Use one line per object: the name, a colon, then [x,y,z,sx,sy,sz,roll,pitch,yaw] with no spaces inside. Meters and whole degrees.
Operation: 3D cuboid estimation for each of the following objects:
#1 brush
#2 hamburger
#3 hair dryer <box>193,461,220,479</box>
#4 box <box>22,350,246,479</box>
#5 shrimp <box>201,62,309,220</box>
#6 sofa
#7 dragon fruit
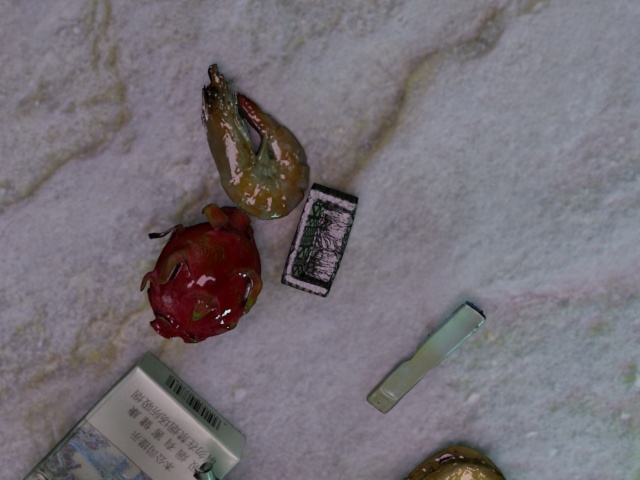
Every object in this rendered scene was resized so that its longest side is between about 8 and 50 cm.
brush: [0.121,0.133,1.751,0.033,0.030,0.178,39,114,-12]
hamburger: [0.160,0.317,1.763,0.138,0.083,0.147,-38,99,8]
hair dryer: [-0.064,0.350,1.775,0.218,0.088,0.225,8,126,-16]
box: [-0.234,0.278,1.792,0.164,0.069,0.256,43,103,-6]
shrimp: [-0.081,-0.112,1.704,0.101,0.042,0.190,-28,100,-10]
sofa: [0.000,0.000,1.721,0.060,0.039,0.118,18,104,0]
dragon fruit: [-0.124,0.038,1.693,0.136,0.133,0.166,47,65,-42]
